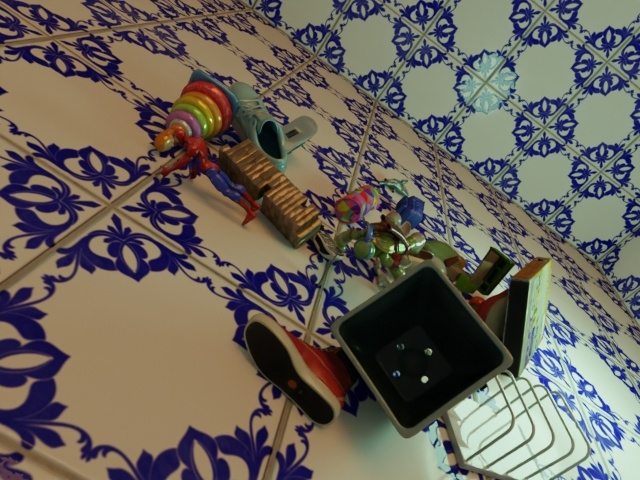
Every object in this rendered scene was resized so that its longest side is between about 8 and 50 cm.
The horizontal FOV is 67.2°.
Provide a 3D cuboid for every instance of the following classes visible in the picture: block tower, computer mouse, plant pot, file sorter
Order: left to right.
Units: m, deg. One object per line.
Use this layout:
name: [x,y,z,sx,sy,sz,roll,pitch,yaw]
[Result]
block tower: [-0.140,-0.137,1.320,0.335,0.091,0.097,45,59,13]
computer mouse: [0.000,0.000,1.370,0.106,0.042,0.193,17,29,-43]
plant pot: [0.197,0.239,1.004,0.248,0.247,0.252,54,-7,24]
file sorter: [0.448,0.425,1.119,0.277,0.173,0.193,26,31,-23]

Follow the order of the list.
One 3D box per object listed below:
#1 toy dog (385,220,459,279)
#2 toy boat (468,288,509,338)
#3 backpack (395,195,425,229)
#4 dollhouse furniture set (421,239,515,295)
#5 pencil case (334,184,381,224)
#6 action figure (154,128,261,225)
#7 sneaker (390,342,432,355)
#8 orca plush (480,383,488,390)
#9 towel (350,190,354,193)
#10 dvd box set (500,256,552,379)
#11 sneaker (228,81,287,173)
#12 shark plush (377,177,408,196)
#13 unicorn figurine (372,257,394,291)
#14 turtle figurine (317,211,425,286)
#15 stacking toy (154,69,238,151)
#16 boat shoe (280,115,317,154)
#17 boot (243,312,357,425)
toy dog: [0.300,0.044,1.450,0.333,0.161,0.220,32,22,-49]
toy boat: [0.571,0.233,1.618,0.151,0.151,0.231,18,14,33]
backpack: [0.343,-0.105,1.872,0.101,0.098,0.120,22,44,-11]
dollhouse furniture set: [0.491,0.040,1.710,0.197,0.151,0.301,13,26,-40]
pencil case: [0.133,-0.126,1.652,0.104,0.104,0.236,43,29,8]
action figure: [-0.292,-0.147,1.211,0.280,0.139,0.091,53,19,-21]
sneaker: [0.190,0.268,1.180,0.178,0.072,0.077,29,40,-1]
orca plush: [0.361,0.274,1.314,0.151,0.102,0.287,-2,47,-50]
towel: [0.145,-0.152,1.796,0.083,0.009,0.060,40,27,4]
dvd box set: [0.678,0.232,1.570,0.062,0.308,0.420,9,13,33]
sneaker: [-0.176,-0.351,1.453,0.135,0.150,0.366,-16,74,-32]
shark plush: [0.322,-0.236,2.087,0.161,0.073,0.067,17,64,-42]
unicorn figurine: [0.203,0.121,1.417,0.162,0.060,0.111,44,15,-19]
turtle figurine: [0.139,0.043,1.245,0.197,0.275,0.266,11,23,34]
stacking toy: [-0.366,-0.326,1.334,0.165,0.175,0.302,35,39,-9]
boat shoe: [-0.143,-0.328,1.619,0.113,0.105,0.306,50,53,0]
boot: [-0.032,0.222,0.957,0.244,0.088,0.176,48,28,1]
